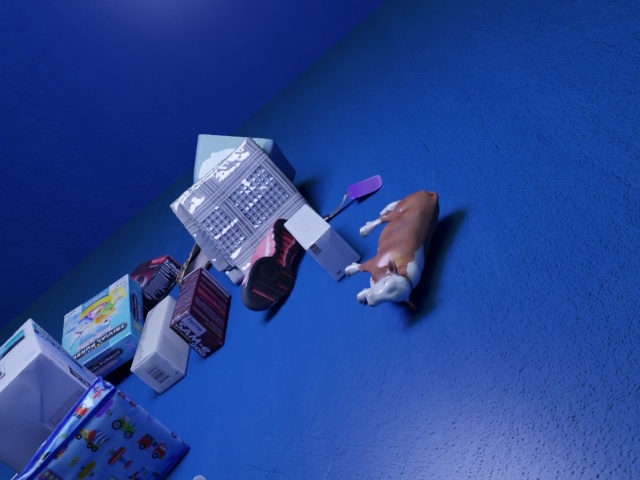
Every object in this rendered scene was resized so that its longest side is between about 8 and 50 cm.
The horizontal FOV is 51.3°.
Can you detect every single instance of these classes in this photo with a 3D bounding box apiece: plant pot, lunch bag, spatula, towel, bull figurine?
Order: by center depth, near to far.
[{"bbox_3d":[0.145,0.029,1.317,0.188,0.101,0.310,-19,32,47],"label":"bull figurine"},{"bbox_3d":[-0.459,0.470,1.370,0.293,0.221,0.138,-52,24,-21],"label":"lunch bag"},{"bbox_3d":[0.037,-0.083,1.786,0.296,0.030,0.084,-36,26,15],"label":"spatula"},{"bbox_3d":[-0.221,-0.079,1.873,0.324,0.312,0.056,-41,-3,7],"label":"towel"},{"bbox_3d":[-0.245,-0.150,2.028,0.247,0.248,0.252,7,74,17],"label":"plant pot"}]

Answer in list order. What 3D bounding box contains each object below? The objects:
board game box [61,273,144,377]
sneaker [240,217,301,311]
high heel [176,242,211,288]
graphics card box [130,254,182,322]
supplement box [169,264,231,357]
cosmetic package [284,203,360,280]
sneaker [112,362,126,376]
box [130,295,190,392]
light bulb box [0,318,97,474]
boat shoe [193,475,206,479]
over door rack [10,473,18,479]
[{"bbox_3d":[-0.667,0.277,2.042,0.254,0.079,0.336,-34,32,2],"label":"board game box"},{"bbox_3d":[-0.134,0.085,1.713,0.136,0.116,0.314,-47,14,40],"label":"sneaker"},{"bbox_3d":[-0.371,0.040,2.138,0.261,0.093,0.186,-54,12,20],"label":"high heel"},{"bbox_3d":[-0.650,0.221,2.297,0.233,0.094,0.371,-11,39,51],"label":"graphics card box"},{"bbox_3d":[-0.312,0.183,1.758,0.073,0.130,0.239,-36,22,15],"label":"supplement box"},{"bbox_3d":[0.000,0.000,1.589,0.085,0.117,0.231,-45,23,-2],"label":"cosmetic package"},{"bbox_3d":[-0.606,0.337,2.054,0.077,0.072,0.178,-25,32,15],"label":"sneaker"},{"bbox_3d":[-0.420,0.275,1.800,0.094,0.113,0.275,-39,21,13],"label":"box"},{"bbox_3d":[-0.628,0.410,1.579,0.225,0.358,0.361,-47,24,-15],"label":"light bulb box"},{"bbox_3d":[-0.245,0.488,1.239,0.035,0.035,0.100,-59,6,52],"label":"boat shoe"},{"bbox_3d":[-0.805,0.614,1.835,0.239,0.108,0.324,-28,27,34],"label":"over door rack"}]
